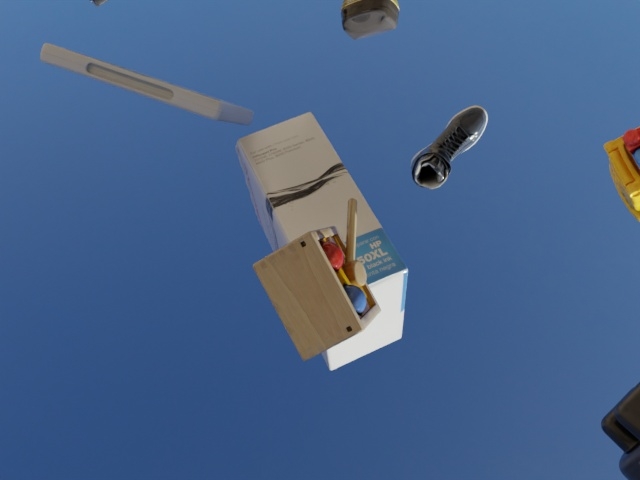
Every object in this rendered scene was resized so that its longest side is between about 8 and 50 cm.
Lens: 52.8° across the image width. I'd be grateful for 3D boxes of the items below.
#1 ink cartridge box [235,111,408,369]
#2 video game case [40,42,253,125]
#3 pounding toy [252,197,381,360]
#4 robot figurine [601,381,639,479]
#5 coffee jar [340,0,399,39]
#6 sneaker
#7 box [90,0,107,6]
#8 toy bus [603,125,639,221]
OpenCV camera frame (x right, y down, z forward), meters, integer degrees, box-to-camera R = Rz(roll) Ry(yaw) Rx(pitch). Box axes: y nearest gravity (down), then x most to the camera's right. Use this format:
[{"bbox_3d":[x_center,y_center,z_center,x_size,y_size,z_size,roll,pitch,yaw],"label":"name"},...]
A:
[{"bbox_3d":[0.000,0.000,1.228,0.166,0.285,0.395,-23,-121,-10],"label":"ink cartridge box"},{"bbox_3d":[-0.290,-0.273,1.170,0.299,0.036,0.329,19,-170,0],"label":"video game case"},{"bbox_3d":[0.011,0.035,0.693,0.100,0.141,0.130,-29,-93,15],"label":"pounding toy"},{"bbox_3d":[0.527,0.317,0.873,0.278,0.174,0.209,45,-162,25],"label":"robot figurine"},{"bbox_3d":[0.082,-0.433,1.075,0.096,0.079,0.185,-7,-103,31],"label":"coffee jar"},{"bbox_3d":[0.301,-0.212,1.499,0.086,0.226,0.163,43,-158,-7],"label":"sneaker"},{"bbox_3d":[-0.203,-0.424,0.607,0.242,0.307,0.076,-35,-147,-6],"label":"box"},{"bbox_3d":[0.603,-0.154,1.096,0.220,0.211,0.150,-28,-121,25],"label":"toy bus"}]
